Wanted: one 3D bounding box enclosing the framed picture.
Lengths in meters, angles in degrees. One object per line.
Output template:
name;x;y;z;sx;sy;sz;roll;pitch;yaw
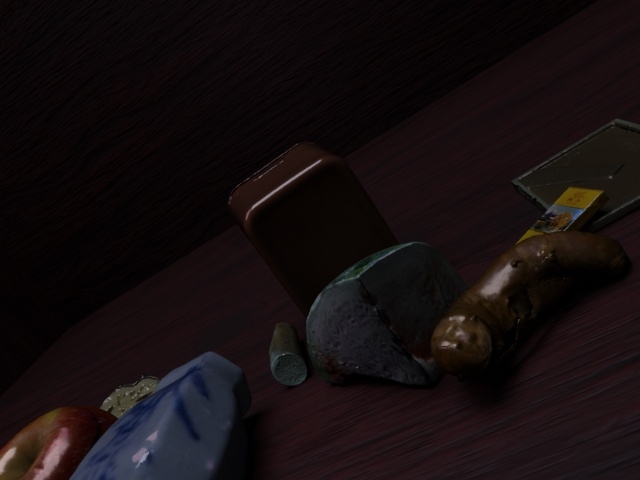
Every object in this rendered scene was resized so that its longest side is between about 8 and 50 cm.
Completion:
framed picture;0.509;-0.125;0.968;0.247;0.022;0.335;-32;16;12

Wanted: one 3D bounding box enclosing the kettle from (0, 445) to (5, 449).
kettle;-0.650;0.559;1.084;0.308;0.262;0.203;-35;50;-13

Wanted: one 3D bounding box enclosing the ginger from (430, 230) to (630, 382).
ginger;0.263;0.079;0.720;0.309;0.107;0.133;-36;2;-19

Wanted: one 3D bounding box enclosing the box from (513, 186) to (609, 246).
box;0.382;-0.022;0.863;0.155;0.023;0.087;-47;10;1

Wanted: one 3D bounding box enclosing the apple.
apple;-0.445;0.421;0.906;0.252;0.206;0.271;-18;35;14

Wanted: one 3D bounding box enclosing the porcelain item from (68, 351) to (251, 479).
porcelain item;-0.234;0.348;0.795;0.243;0.178;0.405;-30;13;19

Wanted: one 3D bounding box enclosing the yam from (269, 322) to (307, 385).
yam;-0.068;0.217;1.047;0.068;0.068;0.169;-35;16;-1

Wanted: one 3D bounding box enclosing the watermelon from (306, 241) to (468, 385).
watermelon;0.133;0.133;0.834;0.290;0.213;0.319;-9;-42;-32

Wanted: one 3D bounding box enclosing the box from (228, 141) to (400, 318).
box;0.000;0.000;1.063;0.239;0.339;0.229;-35;18;-3

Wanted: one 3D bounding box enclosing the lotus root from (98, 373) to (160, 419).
lotus root;-0.442;0.410;1.234;0.183;0.078;0.203;-6;34;38
